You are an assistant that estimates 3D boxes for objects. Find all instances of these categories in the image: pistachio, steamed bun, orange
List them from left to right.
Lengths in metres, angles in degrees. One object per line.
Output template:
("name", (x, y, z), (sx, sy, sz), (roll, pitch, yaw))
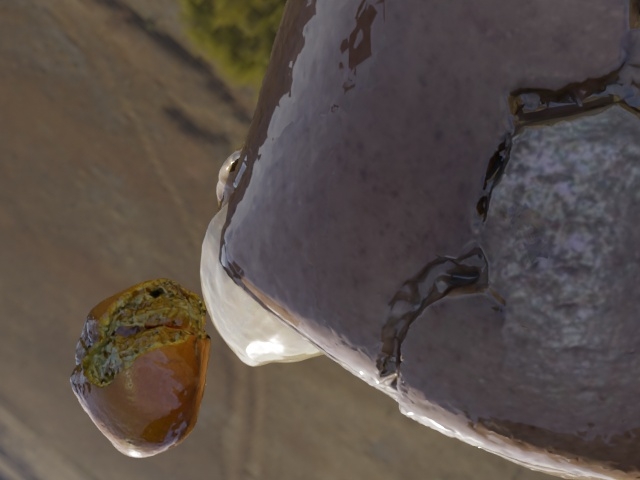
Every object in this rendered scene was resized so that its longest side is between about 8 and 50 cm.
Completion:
("orange", (-0.084, 0.060, 0.764), (0.062, 0.086, 0.086), (5, 163, -7))
("pistachio", (0.000, 0.000, 1.060), (0.157, 0.157, 0.229), (39, 147, -1))
("steamed bun", (0.111, -0.026, 0.665), (0.301, 0.251, 0.199), (19, -174, 11))
